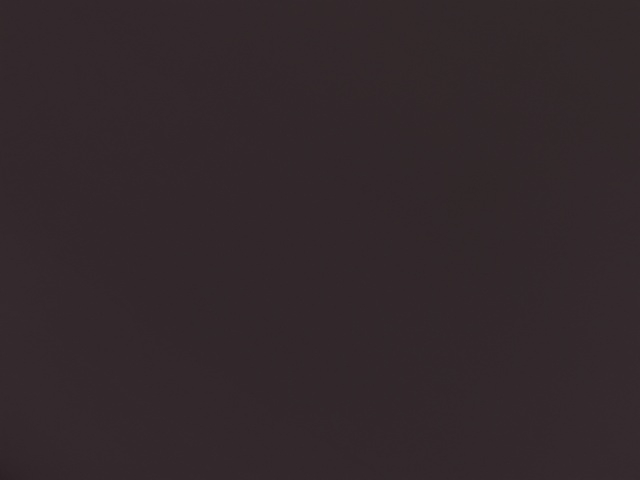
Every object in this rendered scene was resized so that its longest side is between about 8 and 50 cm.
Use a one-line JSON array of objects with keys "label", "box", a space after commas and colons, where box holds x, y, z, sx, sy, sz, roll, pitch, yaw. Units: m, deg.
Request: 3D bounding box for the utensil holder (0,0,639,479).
[{"label": "utensil holder", "box": [0.031, -0.031, 0.520, 0.327, 0.385, 0.327, -54, 168, -17]}]
